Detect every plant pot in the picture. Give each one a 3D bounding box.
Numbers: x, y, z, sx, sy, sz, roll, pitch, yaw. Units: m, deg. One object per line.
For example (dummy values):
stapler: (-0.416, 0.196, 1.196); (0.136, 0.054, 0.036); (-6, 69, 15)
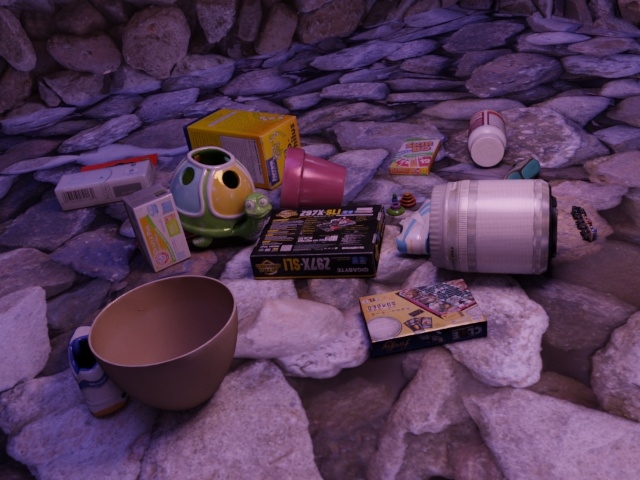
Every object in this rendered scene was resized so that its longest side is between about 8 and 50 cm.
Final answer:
plant pot: (-0.022, -0.165, 1.893); (0.180, 0.201, 0.201); (7, 30, -3)
plant pot: (-0.291, 0.226, 1.278); (0.284, 0.191, 0.284); (-6, 30, 4)

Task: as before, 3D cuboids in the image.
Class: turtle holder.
turtle holder: (-0.295, -0.121, 1.805); (0.243, 0.227, 0.320); (-9, 35, -20)

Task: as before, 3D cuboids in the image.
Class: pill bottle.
pill bottle: (0.535, -0.327, 2.063); (0.121, 0.121, 0.221); (-1, 31, 15)

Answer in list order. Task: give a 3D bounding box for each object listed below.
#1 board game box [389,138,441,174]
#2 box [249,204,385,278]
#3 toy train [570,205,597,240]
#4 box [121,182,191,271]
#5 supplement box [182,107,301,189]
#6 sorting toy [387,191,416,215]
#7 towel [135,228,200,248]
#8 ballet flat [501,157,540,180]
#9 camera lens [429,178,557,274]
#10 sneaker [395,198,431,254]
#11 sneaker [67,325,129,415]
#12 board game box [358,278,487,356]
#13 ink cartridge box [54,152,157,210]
board game box: (0.323, -0.287, 2.145); (0.124, 0.039, 0.259); (4, 30, 20)
box: (0.000, 0.000, 1.699); (0.322, 0.079, 0.257); (-2, 29, 12)
toy train: (0.673, -0.045, 1.637); (0.036, 0.027, 0.158); (6, 31, 4)
box: (-0.447, -0.034, 1.754); (0.114, 0.203, 0.103); (-26, 33, -23)
supplement box: (-0.263, -0.322, 2.205); (0.356, 0.194, 0.195); (13, 37, 33)
sorting toy: (0.231, -0.113, 1.859); (0.102, 0.042, 0.061); (-31, 36, -32)
towel: (-0.446, -0.064, 1.980); (0.199, 0.031, 0.275); (-7, 30, 5)
ballet flat: (0.568, -0.177, 1.868); (0.213, 0.072, 0.068); (-35, 11, -38)
camera lens: (0.404, -0.033, 1.496); (0.274, 0.219, 0.219); (1, 32, 17)
sneaker: (0.259, -0.043, 1.691); (0.092, 0.087, 0.228); (0, 29, 20)
sneaker: (-0.484, 0.239, 1.373); (0.112, 0.131, 0.296); (-25, 32, -22)
board game box: (0.217, 0.164, 1.391); (0.243, 0.042, 0.165); (-10, 30, -1)
ink cartridge box: (-0.761, -0.250, 2.328); (0.308, 0.091, 0.385); (-11, 31, -3)
